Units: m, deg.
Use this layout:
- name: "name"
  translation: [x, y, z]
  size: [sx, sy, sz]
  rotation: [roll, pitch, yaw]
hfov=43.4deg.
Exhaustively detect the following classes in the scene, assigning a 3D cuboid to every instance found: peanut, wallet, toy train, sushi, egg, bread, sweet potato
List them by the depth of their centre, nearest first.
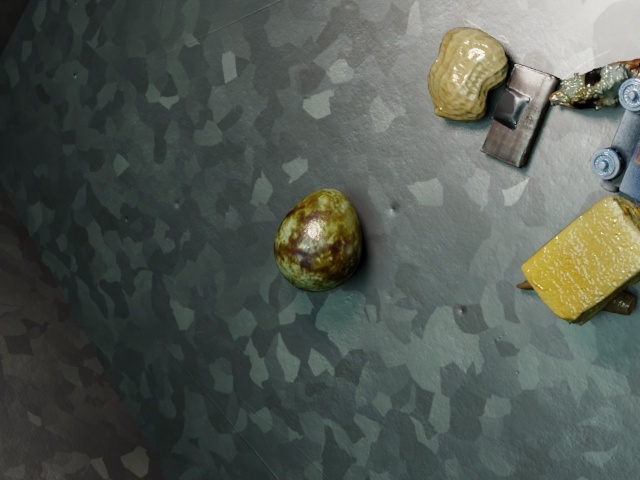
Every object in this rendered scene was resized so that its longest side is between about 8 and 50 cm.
- name: "toy train"
  translation: [0.704, -0.213, 1.683]
  size: [0.202, 0.131, 0.300]
  rotation: [35, 129, 33]
- name: "bread"
  translation: [0.597, 0.044, 1.745]
  size: [0.275, 0.114, 0.185]
  rotation: [-48, 64, 35]
- name: "sushi"
  translation: [0.614, -0.335, 1.790]
  size: [0.226, 0.103, 0.097]
  rotation: [-16, 85, 44]
- name: "sweet potato"
  translation: [0.589, 0.114, 1.870]
  size: [0.281, 0.059, 0.067]
  rotation: [20, 145, 38]
- name: "wallet"
  translation: [0.477, -0.300, 1.931]
  size: [0.124, 0.042, 0.230]
  rotation: [29, 112, 29]
- name: "peanut"
  translation: [0.354, -0.401, 1.972]
  size: [0.196, 0.110, 0.233]
  rotation: [37, 113, 28]
- name: "egg"
  translation: [0.000, 0.000, 2.191]
  size: [0.238, 0.238, 0.289]
  rotation: [24, 95, 33]
